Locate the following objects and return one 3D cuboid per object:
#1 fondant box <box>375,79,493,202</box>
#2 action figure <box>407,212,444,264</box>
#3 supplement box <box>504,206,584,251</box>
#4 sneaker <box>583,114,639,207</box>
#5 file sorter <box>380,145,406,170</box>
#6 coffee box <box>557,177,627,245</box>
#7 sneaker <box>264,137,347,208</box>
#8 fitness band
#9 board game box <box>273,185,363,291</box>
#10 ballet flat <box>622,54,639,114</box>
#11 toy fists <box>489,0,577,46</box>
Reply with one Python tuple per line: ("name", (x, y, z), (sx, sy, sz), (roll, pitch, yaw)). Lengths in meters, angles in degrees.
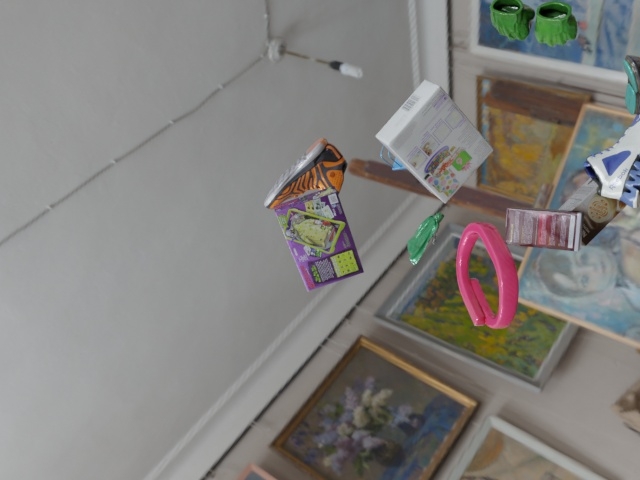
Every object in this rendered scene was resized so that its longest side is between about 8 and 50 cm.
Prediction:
("fondant box", (0.367, -0.310, 2.087), (0.238, 0.096, 0.330), (-48, -57, 4))
("action figure", (0.425, -0.024, 2.614), (0.064, 0.137, 0.232), (9, -47, -24))
("supplement box", (0.748, -0.041, 2.197), (0.073, 0.240, 0.130), (-14, -72, -61))
("sneaker", (0.926, -0.264, 2.041), (0.127, 0.182, 0.315), (39, -113, -57))
("file sorter", (0.340, -0.360, 2.593), (0.105, 0.170, 0.118), (33, -113, -38))
("coffee box", (0.974, -0.115, 2.358), (0.246, 0.098, 0.141), (-44, -77, -3))
("sneaker", (-0.038, -0.182, 2.234), (0.321, 0.180, 0.124), (-42, 17, 22))
("fitness band", (0.404, 0.084, 1.597), (0.054, 0.290, 0.208), (2, -53, -11))
("board game box", (0.000, 0.000, 2.152), (0.208, 0.056, 0.346), (-21, -54, -1))
("ballet flat", (0.625, -0.309, 1.265), (0.074, 0.074, 0.203), (-64, -30, -4))
("toy fists", (0.672, -0.692, 2.070), (0.096, 0.279, 0.142), (-63, -30, -14))
